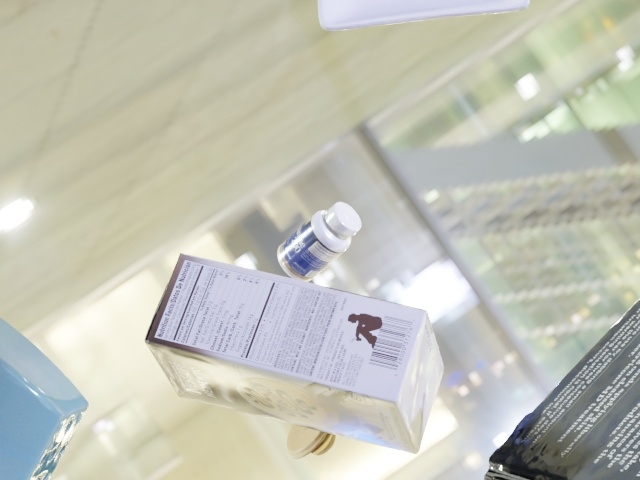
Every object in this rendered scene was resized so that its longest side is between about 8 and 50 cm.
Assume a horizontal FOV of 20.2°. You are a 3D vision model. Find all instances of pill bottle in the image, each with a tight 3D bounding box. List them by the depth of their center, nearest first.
[{"bbox_3d":[0.000,0.000,2.510,0.120,0.067,0.067,-42,172,32],"label":"pill bottle"}]

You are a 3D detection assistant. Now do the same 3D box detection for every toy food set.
[{"bbox_3d":[-0.008,0.228,2.154,0.083,0.020,0.082,-30,-149,40],"label":"toy food set"}]

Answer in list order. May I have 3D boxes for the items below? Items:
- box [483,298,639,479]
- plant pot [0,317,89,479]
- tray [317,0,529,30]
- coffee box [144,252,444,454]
[{"bbox_3d":[0.470,0.290,1.570,0.297,0.480,0.472,-45,-168,-11],"label":"box"},{"bbox_3d":[-0.360,0.153,1.755,0.165,0.234,0.165,-60,174,4],"label":"plant pot"},{"bbox_3d":[0.067,-0.264,1.287,0.145,0.270,0.030,-6,153,7],"label":"tray"},{"bbox_3d":[-0.026,0.128,2.015,0.168,0.297,0.119,67,39,-61],"label":"coffee box"}]
